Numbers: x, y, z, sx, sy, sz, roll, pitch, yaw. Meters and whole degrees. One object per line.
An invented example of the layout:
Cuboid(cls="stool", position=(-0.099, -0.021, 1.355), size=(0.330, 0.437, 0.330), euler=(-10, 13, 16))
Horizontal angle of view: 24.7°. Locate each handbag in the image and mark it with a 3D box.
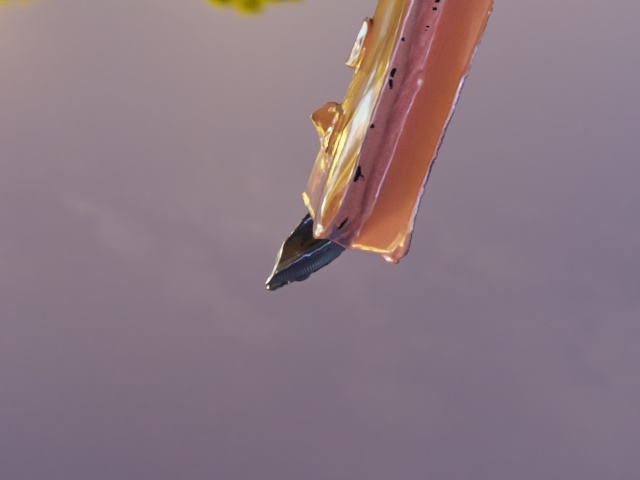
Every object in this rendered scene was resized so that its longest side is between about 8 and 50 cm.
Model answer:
Cuboid(cls="handbag", position=(0.045, -0.104, 0.862), size=(0.059, 0.212, 0.157), euler=(17, -168, -11))

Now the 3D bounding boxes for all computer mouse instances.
Cuboid(cls="computer mouse", position=(0.000, 0.000, 1.344), size=(0.047, 0.135, 0.079), euler=(39, 166, 9))
